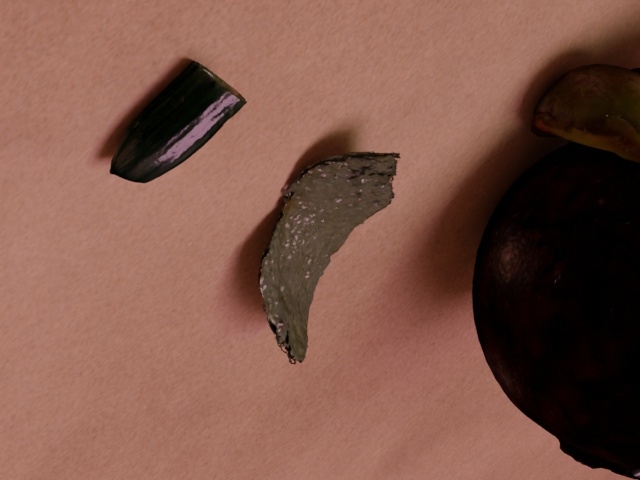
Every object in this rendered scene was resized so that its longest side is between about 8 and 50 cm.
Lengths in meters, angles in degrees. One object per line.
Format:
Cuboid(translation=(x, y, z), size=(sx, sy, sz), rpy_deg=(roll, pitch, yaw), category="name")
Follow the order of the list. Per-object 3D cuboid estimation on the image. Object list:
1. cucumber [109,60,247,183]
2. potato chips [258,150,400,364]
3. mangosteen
Cuboid(translation=(-0.102, -0.077, 1.379), size=(0.105, 0.048, 0.048), rpy_deg=(-45, 156, -3), category="cucumber")
Cuboid(translation=(0.006, 0.004, 1.680), size=(0.167, 0.059, 0.228), rpy_deg=(-18, 139, -58), category="potato chips")
Cuboid(translation=(0.337, 0.030, 1.905), size=(0.381, 0.381, 0.421), rpy_deg=(-24, 134, -42), category="mangosteen")
